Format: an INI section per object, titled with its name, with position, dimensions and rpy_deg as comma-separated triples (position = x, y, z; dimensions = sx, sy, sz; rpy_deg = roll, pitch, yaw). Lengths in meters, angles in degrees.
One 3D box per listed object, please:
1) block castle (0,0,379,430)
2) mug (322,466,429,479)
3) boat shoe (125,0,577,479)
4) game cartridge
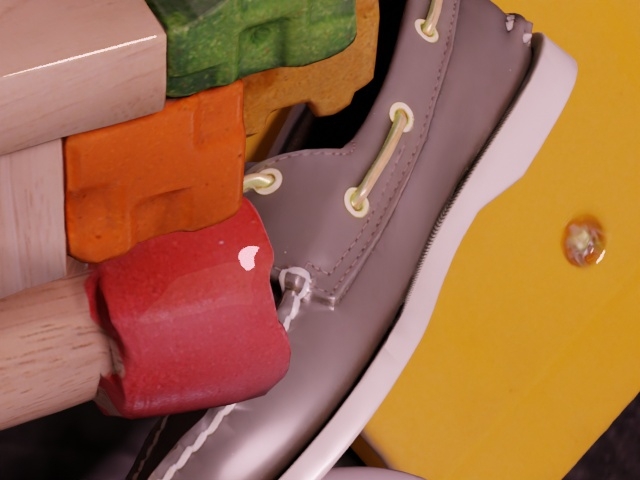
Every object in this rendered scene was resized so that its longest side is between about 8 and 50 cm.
[block castle]
position = -0.099, -0.170, 0.511
dimensions = 0.212, 0.303, 0.453
rpy_deg = -17, 142, -20
[mug]
position = -0.013, 0.286, 0.729
dimensions = 0.328, 0.276, 0.374
rpy_deg = -39, 84, -28
[boat shoe]
position = -0.003, 0.002, 0.723
dimensions = 0.091, 0.109, 0.305
rpy_deg = 43, 51, -11
[game cartridge]
position = 0.069, -0.057, 0.878
dimensions = 0.285, 0.052, 0.324
rpy_deg = -45, 115, -16
